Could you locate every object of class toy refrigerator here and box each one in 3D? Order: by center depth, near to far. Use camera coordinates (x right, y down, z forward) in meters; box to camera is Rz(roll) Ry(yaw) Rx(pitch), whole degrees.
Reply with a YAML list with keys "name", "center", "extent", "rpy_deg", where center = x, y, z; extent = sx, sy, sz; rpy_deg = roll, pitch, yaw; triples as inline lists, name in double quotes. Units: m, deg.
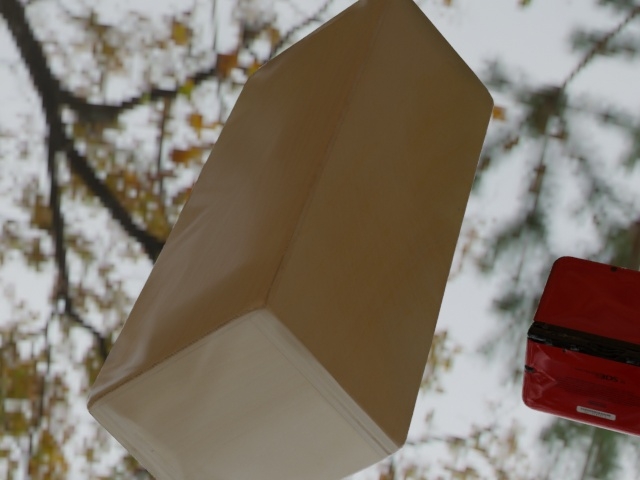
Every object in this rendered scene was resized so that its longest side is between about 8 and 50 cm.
- name: "toy refrigerator"
  center: [0.000, 0.000, 0.767]
  extent: [0.094, 0.102, 0.269]
  rpy_deg: [48, -148, -19]

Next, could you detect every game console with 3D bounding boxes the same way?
- name: "game console"
  center: [0.264, 0.097, 1.534]
  extent: [0.144, 0.124, 0.085]
  rpy_deg: [13, -150, 21]
